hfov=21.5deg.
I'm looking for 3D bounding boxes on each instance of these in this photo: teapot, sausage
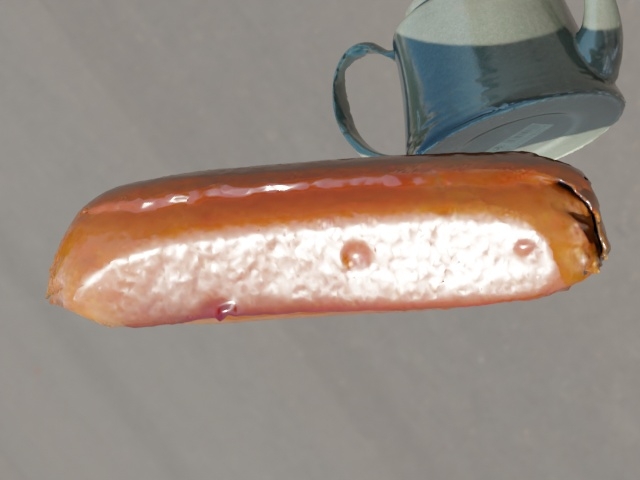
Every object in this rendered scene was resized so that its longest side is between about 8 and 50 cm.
[{"bbox_3d":[0.112,-0.133,1.225,0.239,0.162,0.149,-24,74,28],"label":"teapot"},{"bbox_3d":[0.000,0.000,0.978,0.330,0.102,0.102,-5,139,10],"label":"sausage"}]
